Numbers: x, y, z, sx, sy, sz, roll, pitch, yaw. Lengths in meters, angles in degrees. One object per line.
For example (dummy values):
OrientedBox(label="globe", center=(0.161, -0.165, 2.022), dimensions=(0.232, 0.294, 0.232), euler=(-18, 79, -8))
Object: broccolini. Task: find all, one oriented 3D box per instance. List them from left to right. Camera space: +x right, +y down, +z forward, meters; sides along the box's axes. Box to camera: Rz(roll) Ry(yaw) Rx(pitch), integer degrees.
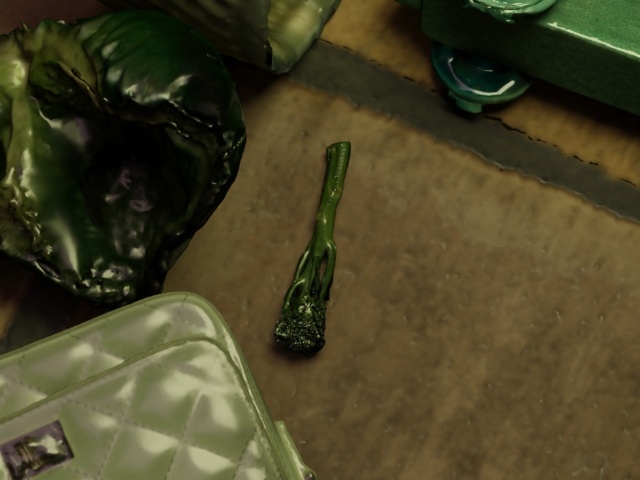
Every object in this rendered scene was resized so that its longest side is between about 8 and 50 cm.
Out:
OrientedBox(label="broccolini", center=(0.000, 0.000, 0.915), dimensions=(0.030, 0.035, 0.140), euler=(12, 65, 1))

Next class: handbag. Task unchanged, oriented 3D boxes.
OrientedBox(label="handbag", center=(-0.124, 0.161, 0.821), dimensions=(0.256, 0.079, 0.219), euler=(-23, 71, -9))

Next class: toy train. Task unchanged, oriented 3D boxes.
OrientedBox(label="toy train", center=(0.199, -0.148, 0.940), dimensions=(0.298, 0.120, 0.194), euler=(23, 63, 10))

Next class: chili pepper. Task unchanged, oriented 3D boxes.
OrientedBox(label="chili pepper", center=(-0.148, -0.045, 0.882), dimensions=(0.264, 0.116, 0.148), euler=(-8, 54, 23))

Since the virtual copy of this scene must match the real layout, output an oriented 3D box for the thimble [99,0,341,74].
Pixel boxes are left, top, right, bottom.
OrientedBox(label="thimble", center=(-0.043, -0.237, 0.900), dimensions=(0.150, 0.271, 0.271), euler=(24, 68, 8))
